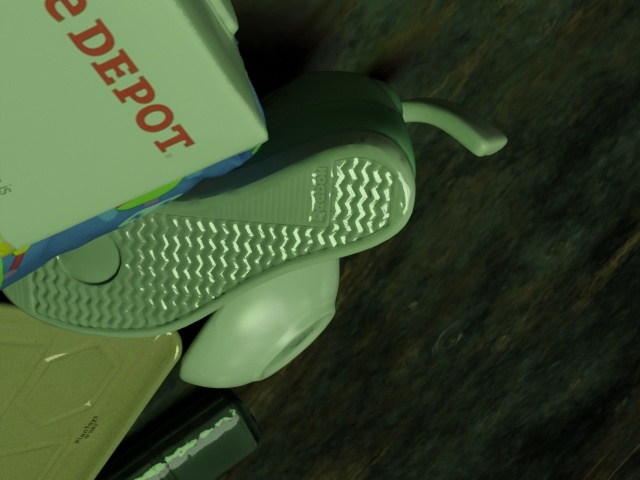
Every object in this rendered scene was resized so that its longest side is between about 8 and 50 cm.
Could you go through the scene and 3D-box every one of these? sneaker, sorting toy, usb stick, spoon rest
[{"bbox_3d":[-0.063,-0.026,0.926,0.256,0.151,0.094,-14,113,12],"label":"sneaker"},{"bbox_3d":[-0.212,0.113,0.988,0.208,0.038,0.193,14,118,-49],"label":"sorting toy"},{"bbox_3d":[-0.164,0.205,1.137,0.278,0.045,0.077,-35,149,-11],"label":"usb stick"},{"bbox_3d":[0.000,0.000,1.047,0.276,0.084,0.137,-45,169,20],"label":"spoon rest"}]

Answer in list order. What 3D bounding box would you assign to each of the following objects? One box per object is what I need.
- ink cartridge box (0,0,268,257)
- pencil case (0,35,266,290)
[{"bbox_3d":[-0.190,-0.101,0.517,0.270,0.197,0.198,-23,147,8],"label":"ink cartridge box"},{"bbox_3d":[-0.168,-0.035,0.772,0.306,0.119,0.133,-32,171,-18],"label":"pencil case"}]
